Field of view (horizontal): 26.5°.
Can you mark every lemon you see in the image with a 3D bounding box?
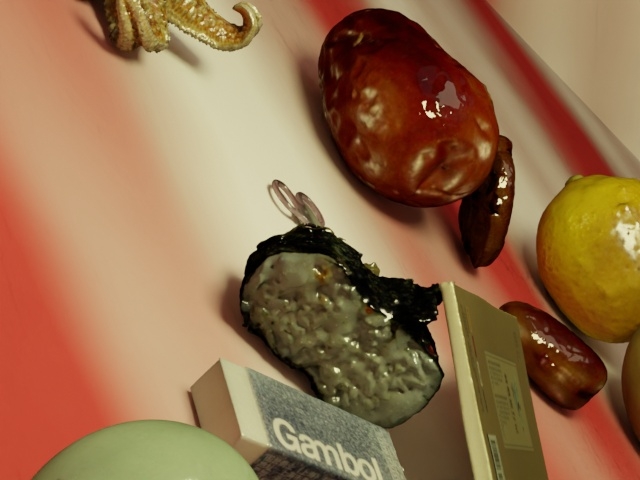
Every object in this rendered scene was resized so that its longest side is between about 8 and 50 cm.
[{"bbox_3d":[0.446,0.030,2.042,0.288,0.233,0.233,60,23,13],"label":"lemon"}]

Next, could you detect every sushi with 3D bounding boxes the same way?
[{"bbox_3d":[0.028,0.069,1.283,0.212,0.147,0.115,41,21,-8],"label":"sushi"}]

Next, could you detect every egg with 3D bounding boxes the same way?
[{"bbox_3d":[-0.109,0.184,0.808,0.149,0.149,0.192,51,28,8],"label":"egg"}]

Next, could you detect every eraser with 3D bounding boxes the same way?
[{"bbox_3d":[-0.013,0.175,1.152,0.212,0.046,0.092,29,27,-38],"label":"eraser"}]

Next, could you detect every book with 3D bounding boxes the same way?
[{"bbox_3d":[0.182,0.166,1.372,0.310,0.021,0.217,28,50,-69],"label":"book"}]

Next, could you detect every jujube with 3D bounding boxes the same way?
[{"bbox_3d":[0.108,-0.183,1.809,0.223,0.223,0.318,29,24,-39],"label":"jujube"}]

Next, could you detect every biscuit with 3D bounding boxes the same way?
[{"bbox_3d":[0.227,-0.056,1.867,0.049,0.192,0.192,9,28,-3],"label":"biscuit"}]

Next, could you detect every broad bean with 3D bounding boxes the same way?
[{"bbox_3d":[0.294,0.143,1.756,0.165,0.084,0.114,45,4,12],"label":"broad bean"}]

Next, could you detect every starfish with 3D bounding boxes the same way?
[{"bbox_3d":[-0.218,-0.324,1.562,0.303,0.113,0.312,52,24,11],"label":"starfish"}]

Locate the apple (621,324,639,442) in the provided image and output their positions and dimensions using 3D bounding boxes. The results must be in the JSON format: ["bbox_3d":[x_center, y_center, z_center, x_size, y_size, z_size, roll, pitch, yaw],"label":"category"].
[{"bbox_3d":[0.554,0.205,1.883,0.262,0.262,0.262,39,22,-20],"label":"apple"}]

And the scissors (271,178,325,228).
[{"bbox_3d":[0.000,0.000,1.520,0.085,0.022,0.176,29,25,-50],"label":"scissors"}]
